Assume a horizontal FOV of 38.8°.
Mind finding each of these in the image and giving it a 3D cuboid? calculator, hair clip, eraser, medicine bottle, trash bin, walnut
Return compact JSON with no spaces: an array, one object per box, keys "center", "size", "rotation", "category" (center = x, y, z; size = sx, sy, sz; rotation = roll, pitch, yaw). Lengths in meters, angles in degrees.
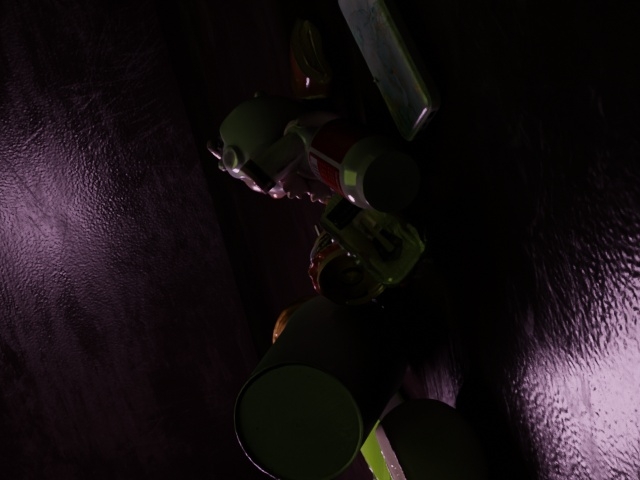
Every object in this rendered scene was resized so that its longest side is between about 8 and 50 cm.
[{"center":[0.125,0.134,1.990],"size":[0.172,0.018,0.057],"rotation":[83,163,-46],"category":"calculator"},{"center":[0.113,-0.004,1.660],"size":[0.091,0.138,0.321],"rotation":[34,-173,-32],"category":"hair clip"},{"center":[0.163,0.471,2.154],"size":[0.274,0.092,0.210],"rotation":[86,158,-44],"category":"eraser"},{"center":[0.073,-0.132,1.586],"size":[0.250,0.131,0.131],"rotation":[-140,33,-62],"category":"medicine bottle"},{"center":[0.012,0.279,1.820],"size":[0.432,0.280,0.280],"rotation":[-42,-64,-70],"category":"trash bin"},{"center":[-0.032,0.248,2.380],"size":[0.195,0.195,0.221],"rotation":[-126,31,-48],"category":"walnut"}]

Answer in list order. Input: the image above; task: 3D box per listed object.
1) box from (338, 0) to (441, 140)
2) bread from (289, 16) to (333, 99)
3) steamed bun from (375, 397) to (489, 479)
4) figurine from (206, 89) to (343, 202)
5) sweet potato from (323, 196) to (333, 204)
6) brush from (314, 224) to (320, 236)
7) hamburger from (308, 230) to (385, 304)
[{"center":[0.104,-0.303,1.423],"size":[0.285,0.044,0.142],"rotation":[66,161,14],"category":"box"},{"center":[-0.023,-0.335,1.801],"size":[0.192,0.067,0.119],"rotation":[90,156,-54],"category":"bread"},{"center":[0.219,0.416,1.708],"size":[0.146,0.164,0.241],"rotation":[100,146,-66],"category":"steamed bun"},{"center":[-0.066,-0.189,1.889],"size":[0.361,0.253,0.211],"rotation":[26,95,63],"category":"figurine"},{"center":[-0.006,-0.137,2.036],"size":[0.255,0.058,0.078],"rotation":[53,138,38],"category":"sweet potato"},{"center":[0.000,0.000,2.284],"size":[0.016,0.013,0.083],"rotation":[113,137,-73],"category":"brush"},{"center":[0.055,0.037,1.839],"size":[0.137,0.175,0.175],"rotation":[-107,6,-51],"category":"hamburger"}]
